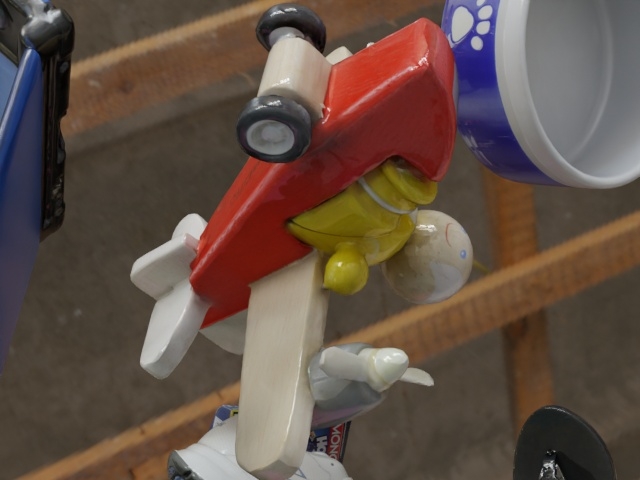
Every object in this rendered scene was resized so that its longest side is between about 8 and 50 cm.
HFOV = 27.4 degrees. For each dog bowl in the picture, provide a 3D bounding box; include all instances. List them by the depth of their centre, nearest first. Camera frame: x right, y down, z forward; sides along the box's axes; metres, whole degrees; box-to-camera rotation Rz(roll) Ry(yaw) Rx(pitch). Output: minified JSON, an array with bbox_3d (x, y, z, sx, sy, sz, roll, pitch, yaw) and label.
[{"bbox_3d":[0.241,-0.183,1.276,0.265,0.104,0.265,-4,-83,-41],"label":"dog bowl"}]

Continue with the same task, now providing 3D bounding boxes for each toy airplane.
[{"bbox_3d":[0.000,0.000,1.177,0.272,0.384,0.386,21,-90,-15],"label":"toy airplane"}]

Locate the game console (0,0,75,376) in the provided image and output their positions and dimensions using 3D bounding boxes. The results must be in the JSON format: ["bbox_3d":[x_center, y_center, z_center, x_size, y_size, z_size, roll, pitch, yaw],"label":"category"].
[{"bbox_3d":[-0.269,-0.056,0.930,0.173,0.250,0.293,-44,-10,-28],"label":"game console"}]

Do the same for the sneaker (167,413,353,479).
[{"bbox_3d":[-0.003,0.268,1.222,0.129,0.297,0.111,-41,-14,-31],"label":"sneaker"}]

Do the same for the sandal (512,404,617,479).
[{"bbox_3d":[0.145,0.194,0.827,0.040,0.067,0.179,5,-90,-61],"label":"sandal"}]

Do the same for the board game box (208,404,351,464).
[{"bbox_3d":[-0.039,0.269,1.396,0.194,0.060,0.194,9,-83,-31],"label":"board game box"}]
